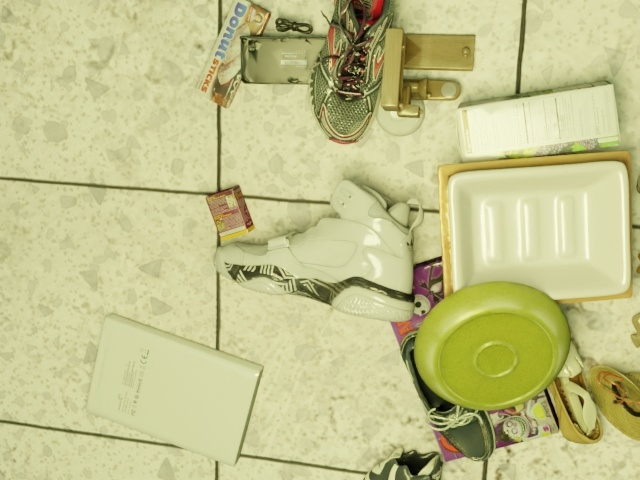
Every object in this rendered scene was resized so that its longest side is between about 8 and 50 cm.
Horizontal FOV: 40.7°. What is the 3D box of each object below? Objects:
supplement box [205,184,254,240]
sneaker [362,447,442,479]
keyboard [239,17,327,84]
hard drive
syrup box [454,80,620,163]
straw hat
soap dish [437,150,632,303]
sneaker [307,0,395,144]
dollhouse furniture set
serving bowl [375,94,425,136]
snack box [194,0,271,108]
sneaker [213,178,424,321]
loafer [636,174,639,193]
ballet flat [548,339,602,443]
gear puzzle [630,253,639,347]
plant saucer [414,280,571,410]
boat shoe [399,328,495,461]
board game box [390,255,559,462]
[{"bbox_3d":[-0.158,-0.048,1.507,0.055,0.043,0.083,-16,99,16],"label":"supplement box"},{"bbox_3d":[0.198,0.452,1.512,0.235,0.094,0.153,36,117,14],"label":"sneaker"},{"bbox_3d":[-0.043,-0.312,1.419,0.180,0.023,0.108,1,109,3],"label":"keyboard"},{"bbox_3d":[-0.276,0.279,1.612,0.308,0.040,0.202,18,106,8],"label":"hard drive"},{"bbox_3d":[0.333,-0.181,1.336,0.237,0.093,0.096,-8,101,15],"label":"syrup box"},{"bbox_3d":[0.511,0.251,1.407,0.061,0.144,0.144,-31,96,-22],"label":"straw hat"},{"bbox_3d":[0.328,-0.016,1.333,0.291,0.118,0.228,-4,98,0],"label":"soap dish"},{"bbox_3d":[0.048,-0.298,1.346,0.121,0.112,0.299,6,104,-5],"label":"sneaker"},{"bbox_3d":[0.167,-0.260,1.311,0.123,0.151,0.144,4,90,11],"label":"dollhouse furniture set"},{"bbox_3d":[0.129,-0.211,1.411,0.083,0.027,0.083,3,103,13],"label":"serving bowl"},{"bbox_3d":[-0.148,-0.316,1.454,0.064,0.022,0.178,28,107,5],"label":"snack box"},{"bbox_3d":[0.000,0.000,1.440,0.366,0.137,0.210,13,91,24],"label":"sneaker"},{"bbox_3d":[0.555,-0.092,1.338,0.125,0.039,0.045,-5,68,11],"label":"loafer"},{"bbox_3d":[0.413,0.229,1.418,0.080,0.073,0.232,-26,101,-19],"label":"ballet flat"},{"bbox_3d":[0.599,0.153,1.380,0.176,0.044,0.338,-27,92,26],"label":"gear puzzle"},{"bbox_3d":[0.265,0.173,1.314,0.241,0.037,0.240,0,119,0],"label":"plant saucer"},{"bbox_3d":[0.213,0.266,1.428,0.095,0.079,0.254,-25,98,12],"label":"boat shoe"},{"bbox_3d":[0.250,0.192,1.468,0.208,0.056,0.346,-20,98,21],"label":"board game box"}]
